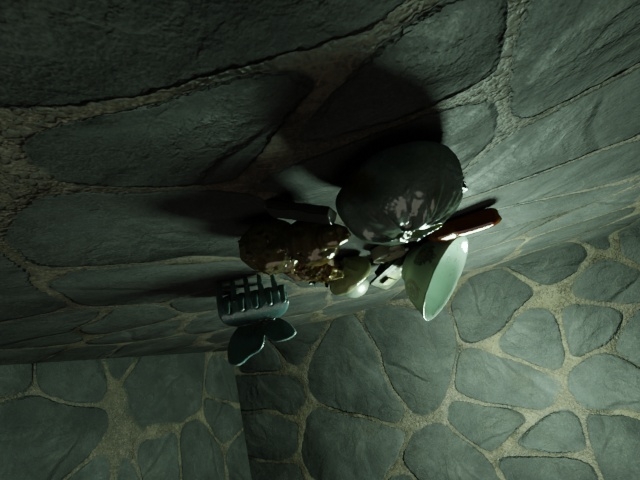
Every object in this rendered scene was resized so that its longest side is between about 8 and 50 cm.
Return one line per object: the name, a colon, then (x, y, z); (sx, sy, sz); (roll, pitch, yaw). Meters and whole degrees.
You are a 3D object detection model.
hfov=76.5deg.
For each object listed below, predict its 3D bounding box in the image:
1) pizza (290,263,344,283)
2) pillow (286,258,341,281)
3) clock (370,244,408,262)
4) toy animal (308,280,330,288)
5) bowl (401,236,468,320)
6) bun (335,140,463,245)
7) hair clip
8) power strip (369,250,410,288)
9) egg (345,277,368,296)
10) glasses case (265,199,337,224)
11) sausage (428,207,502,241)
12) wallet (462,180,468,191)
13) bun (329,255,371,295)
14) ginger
pizza: (-0.025, 0.119, 1.598); (0.226, 0.069, 0.147); (40, 116, -21)
pillow: (-0.039, 0.116, 1.730); (0.236, 0.084, 0.223); (-17, 162, 13)
clock: (0.304, 0.048, 1.819); (0.156, 0.063, 0.229); (-13, 164, -11)
toy animal: (-0.024, 0.171, 1.860); (0.105, 0.070, 0.202); (-17, -163, -21)
bowl: (0.508, 0.140, 1.913); (0.196, 0.434, 0.435); (26, -176, 32)
bun: (0.215, -0.108, 1.071); (0.362, 0.211, 0.362); (-14, 161, -5)
hair clip: (-0.291, 0.299, 1.796); (0.319, 0.392, 0.238); (-11, 135, -5)
power strip: (0.368, 0.138, 2.048); (0.251, 0.092, 0.257); (-49, 152, 10)
egg: (0.158, 0.209, 2.034); (0.151, 0.151, 0.209); (-23, 156, 25)
glasses case: (-0.053, -0.079, 1.110); (0.191, 0.042, 0.072); (9, 165, 25)
sausage: (0.589, -0.061, 1.677); (0.300, 0.083, 0.089); (-18, 167, 19)
wallet: (0.357, -0.141, 1.345); (0.168, 0.036, 0.222); (-1, 158, -35)
bun: (0.120, 0.146, 1.839); (0.222, 0.127, 0.222); (-38, -175, 4)
ginger: (-0.077, 0.008, 1.229); (0.376, 0.176, 0.256); (-12, 170, 30)
